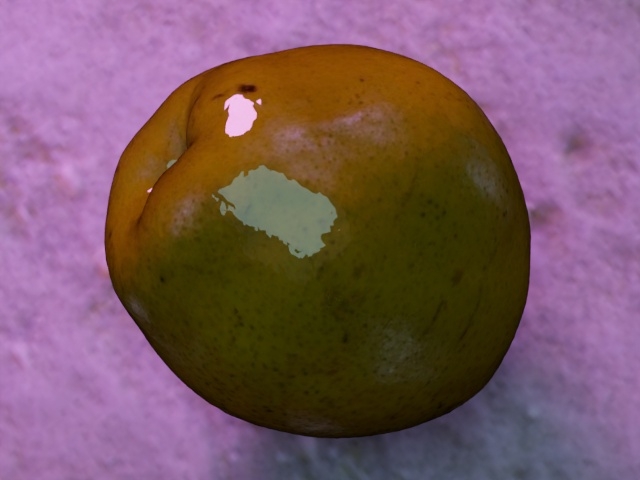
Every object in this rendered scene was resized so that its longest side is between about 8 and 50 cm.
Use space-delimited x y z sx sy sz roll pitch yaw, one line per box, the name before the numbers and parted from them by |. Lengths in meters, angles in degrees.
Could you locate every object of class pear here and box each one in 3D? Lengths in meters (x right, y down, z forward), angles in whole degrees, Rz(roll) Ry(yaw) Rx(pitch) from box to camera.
pear | 0.000 0.000 0.870 0.198 0.198 0.198 -2 75 7
